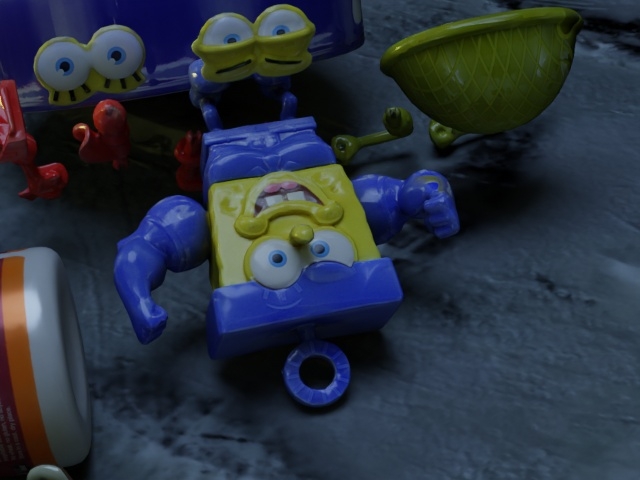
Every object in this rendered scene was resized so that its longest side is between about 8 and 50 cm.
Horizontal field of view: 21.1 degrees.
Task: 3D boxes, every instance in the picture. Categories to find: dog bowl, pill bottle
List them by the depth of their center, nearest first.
[{"bbox_3d":[-0.241,0.078,0.918,0.221,0.121,0.121,-9,36,-2],"label":"pill bottle"},{"bbox_3d":[-0.105,-0.161,1.155,0.265,0.104,0.265,-10,10,2],"label":"dog bowl"}]

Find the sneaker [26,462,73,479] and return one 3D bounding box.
[{"bbox_3d":[-0.144,0.185,0.796,0.066,0.071,0.188,-4,36,4],"label":"sneaker"}]

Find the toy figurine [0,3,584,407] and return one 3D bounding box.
[{"bbox_3d":[0.000,0.000,1.018,0.363,0.191,0.217,-8,65,-14],"label":"toy figurine"}]
